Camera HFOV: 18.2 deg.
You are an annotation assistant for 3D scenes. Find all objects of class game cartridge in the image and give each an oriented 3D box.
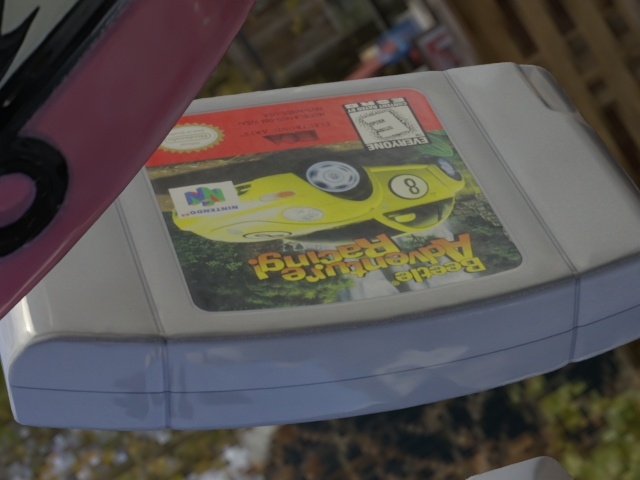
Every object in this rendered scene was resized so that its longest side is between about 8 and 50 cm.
[{"bbox_3d":[0.000,0.000,0.875,0.196,0.294,0.060,-115,21,-50],"label":"game cartridge"}]

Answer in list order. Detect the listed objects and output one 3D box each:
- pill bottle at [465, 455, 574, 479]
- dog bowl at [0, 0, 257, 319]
[{"bbox_3d":[-0.008,0.203,0.906,0.161,0.283,0.161,-20,-90,-74],"label":"pill bottle"},{"bbox_3d":[-0.177,-0.080,0.610,0.150,0.408,0.408,46,-173,-28],"label":"dog bowl"}]
